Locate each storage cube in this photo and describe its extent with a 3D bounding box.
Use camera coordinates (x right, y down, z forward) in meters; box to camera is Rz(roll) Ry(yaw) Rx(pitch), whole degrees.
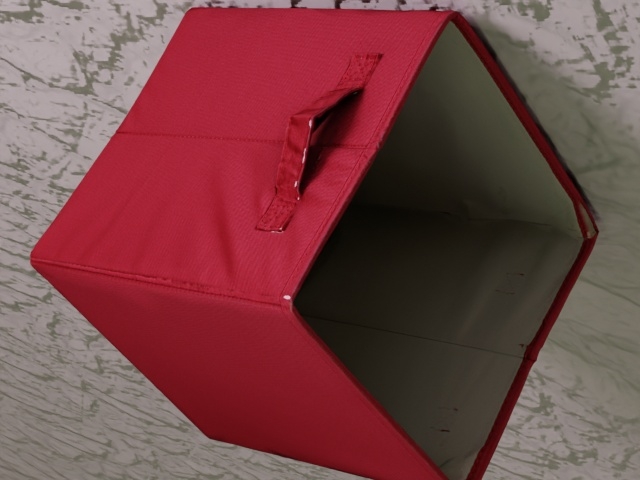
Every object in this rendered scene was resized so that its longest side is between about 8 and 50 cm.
[{"bbox_3d":[0.000,0.000,0.942,0.193,0.184,0.215,7,149,42],"label":"storage cube"}]
